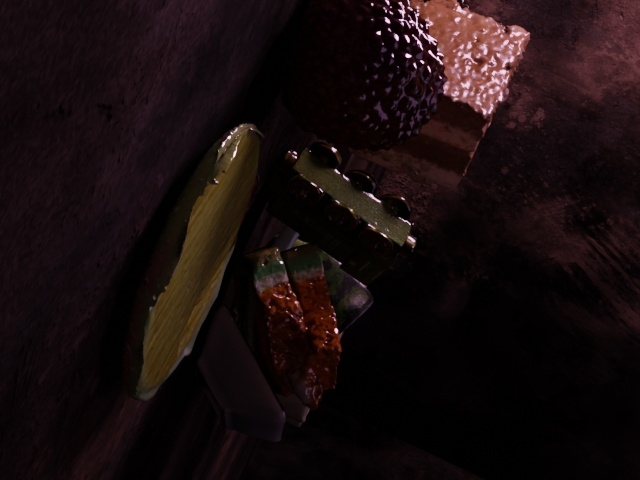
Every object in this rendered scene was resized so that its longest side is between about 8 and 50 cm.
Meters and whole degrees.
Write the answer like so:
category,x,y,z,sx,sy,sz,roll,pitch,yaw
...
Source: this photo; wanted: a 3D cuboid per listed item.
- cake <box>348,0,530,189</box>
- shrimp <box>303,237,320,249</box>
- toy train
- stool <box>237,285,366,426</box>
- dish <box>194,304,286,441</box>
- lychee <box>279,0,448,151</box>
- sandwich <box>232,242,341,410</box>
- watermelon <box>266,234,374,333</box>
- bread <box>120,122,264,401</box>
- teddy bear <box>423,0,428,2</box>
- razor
category,x,y,z,sx,sy,sz,roll,pitch,yaw
cake,0.218,-0.273,2.295,0.290,0.255,0.282,101,15,-54
shrimp,0.000,0.000,2.403,0.233,0.079,0.090,117,-38,-61
toy train,0.024,-0.038,1.655,0.090,0.225,0.137,-60,-170,-33
stool,-0.043,0.156,2.109,0.269,0.170,0.244,-38,153,-81
dish,-0.127,0.212,1.746,0.080,0.182,0.243,-27,166,-12
lychee,0.051,-0.189,1.338,0.188,0.188,0.188,25,90,-85
sandwich,-0.042,0.109,1.661,0.109,0.212,0.292,-20,140,-14
watermelon,-0.033,0.075,1.876,0.193,0.145,0.137,-29,-158,9
bread,-0.130,0.018,1.201,0.301,0.045,0.301,22,90,-86
teddy bear,0.230,-0.491,2.066,0.251,0.129,0.182,-61,172,-48
razor,-0.056,-0.004,1.820,0.111,0.056,0.278,-52,165,-77
